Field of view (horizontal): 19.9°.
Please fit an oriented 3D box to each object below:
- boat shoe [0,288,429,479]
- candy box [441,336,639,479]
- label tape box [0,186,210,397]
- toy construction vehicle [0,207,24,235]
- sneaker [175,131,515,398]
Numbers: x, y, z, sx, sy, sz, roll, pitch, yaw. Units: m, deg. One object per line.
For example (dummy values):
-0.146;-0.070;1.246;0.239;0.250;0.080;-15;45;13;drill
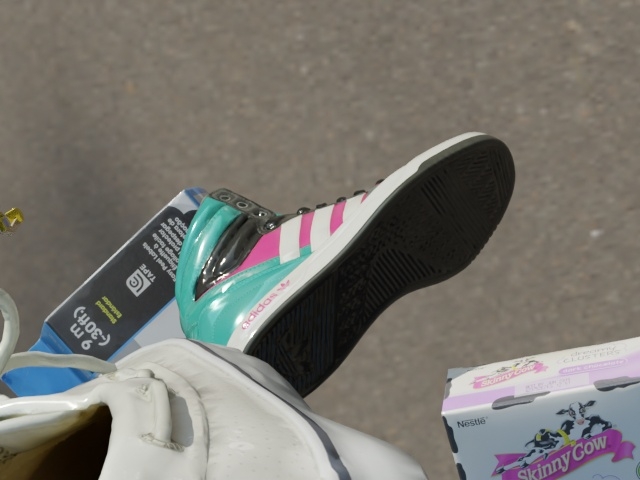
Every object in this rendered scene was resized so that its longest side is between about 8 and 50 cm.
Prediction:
-0.096;0.094;0.661;0.367;0.156;0.136;-170;97;-72;boat shoe
0.193;0.180;1.352;0.164;0.070;0.196;-12;112;15;candy box
-0.192;0.142;2.180;0.347;0.115;0.249;-43;88;6;label tape box
-0.331;-0.002;1.723;0.086;0.098;0.035;-33;87;15;toy construction vehicle
0.000;0.000;1.432;0.178;0.295;0.124;27;148;46;sneaker
